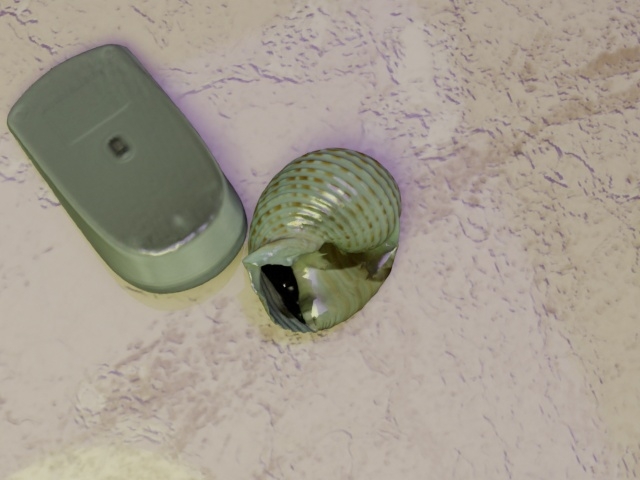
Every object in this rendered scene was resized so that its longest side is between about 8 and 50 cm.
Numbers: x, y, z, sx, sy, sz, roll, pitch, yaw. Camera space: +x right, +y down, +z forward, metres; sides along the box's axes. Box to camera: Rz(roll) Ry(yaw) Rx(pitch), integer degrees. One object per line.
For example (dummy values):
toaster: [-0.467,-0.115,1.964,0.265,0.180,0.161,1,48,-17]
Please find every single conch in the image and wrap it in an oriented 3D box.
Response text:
conch: [-0.001,-0.003,1.260,0.153,0.102,0.135,-30,116,-14]

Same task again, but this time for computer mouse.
computer mouse: [-0.154,-0.055,1.272,0.128,0.079,0.231,-32,70,-13]
